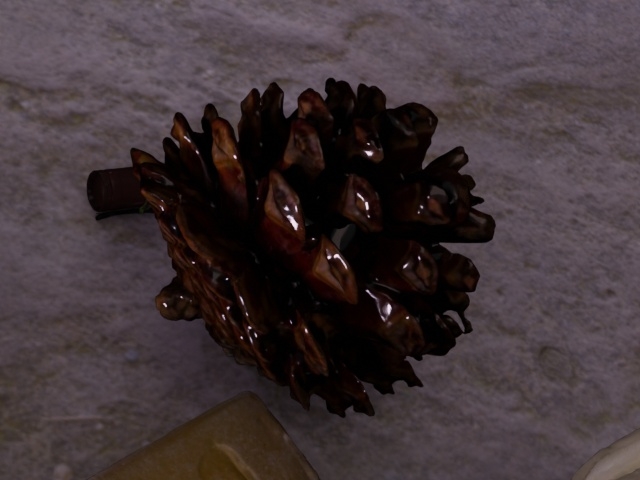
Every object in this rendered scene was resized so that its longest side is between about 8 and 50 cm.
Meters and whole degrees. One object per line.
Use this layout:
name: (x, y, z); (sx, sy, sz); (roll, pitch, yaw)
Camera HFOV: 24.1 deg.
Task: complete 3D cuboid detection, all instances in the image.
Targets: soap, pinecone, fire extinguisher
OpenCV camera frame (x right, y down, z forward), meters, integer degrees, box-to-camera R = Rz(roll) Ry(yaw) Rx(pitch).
soap: (-0.118, 0.247, 1.124); (0.274, 0.089, 0.173); (-28, 75, -37)
pinecone: (0.005, -0.004, 1.242); (0.296, 0.242, 0.298); (-21, 73, -30)
fire extinguisher: (-0.139, -0.049, 1.330); (0.132, 0.039, 0.056); (-8, 97, -30)

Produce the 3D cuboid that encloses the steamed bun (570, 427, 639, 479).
steamed bun: (0.290, 0.321, 1.176); (0.339, 0.247, 0.352); (55, 43, -6)
